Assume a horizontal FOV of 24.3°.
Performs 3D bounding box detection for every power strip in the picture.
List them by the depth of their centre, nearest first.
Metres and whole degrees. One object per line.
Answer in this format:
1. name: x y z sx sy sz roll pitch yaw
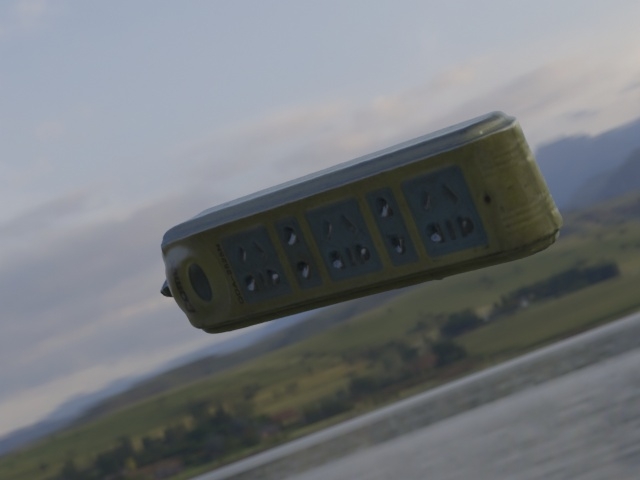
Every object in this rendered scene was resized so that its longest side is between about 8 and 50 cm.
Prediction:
1. power strip: 0.000 0.000 1.034 0.066 0.092 0.387 -29 8 -41
